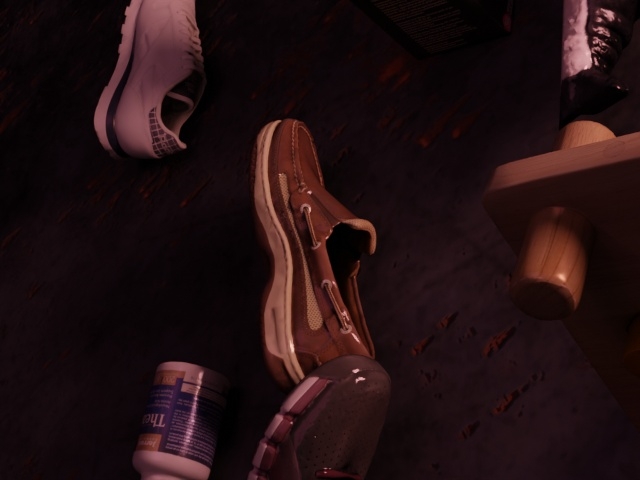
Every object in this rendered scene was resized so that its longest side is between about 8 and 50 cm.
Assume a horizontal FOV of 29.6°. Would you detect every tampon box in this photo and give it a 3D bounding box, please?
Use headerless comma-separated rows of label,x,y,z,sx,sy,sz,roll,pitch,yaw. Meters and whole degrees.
tampon box,0.084,-0.253,1.032,0.101,0.161,0.120,-11,59,38

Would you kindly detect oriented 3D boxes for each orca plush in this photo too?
orca plush,0.238,-0.225,0.920,0.102,0.151,0.287,3,60,10

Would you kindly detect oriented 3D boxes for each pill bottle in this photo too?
pill bottle,-0.121,0.169,1.028,0.067,0.067,0.120,-8,60,40

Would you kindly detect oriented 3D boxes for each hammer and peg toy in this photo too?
hammer and peg toy,0.288,0.017,0.601,0.361,0.266,0.127,-13,39,39

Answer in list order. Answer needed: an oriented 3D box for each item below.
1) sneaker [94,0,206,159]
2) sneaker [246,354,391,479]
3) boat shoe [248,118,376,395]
sneaker,-0.160,-0.191,1.291,0.095,0.090,0.235,-1,68,29
sneaker,0.009,0.233,0.857,0.162,0.106,0.281,34,101,43
boat shoe,0.003,0.004,1.012,0.095,0.095,0.257,-17,60,18
